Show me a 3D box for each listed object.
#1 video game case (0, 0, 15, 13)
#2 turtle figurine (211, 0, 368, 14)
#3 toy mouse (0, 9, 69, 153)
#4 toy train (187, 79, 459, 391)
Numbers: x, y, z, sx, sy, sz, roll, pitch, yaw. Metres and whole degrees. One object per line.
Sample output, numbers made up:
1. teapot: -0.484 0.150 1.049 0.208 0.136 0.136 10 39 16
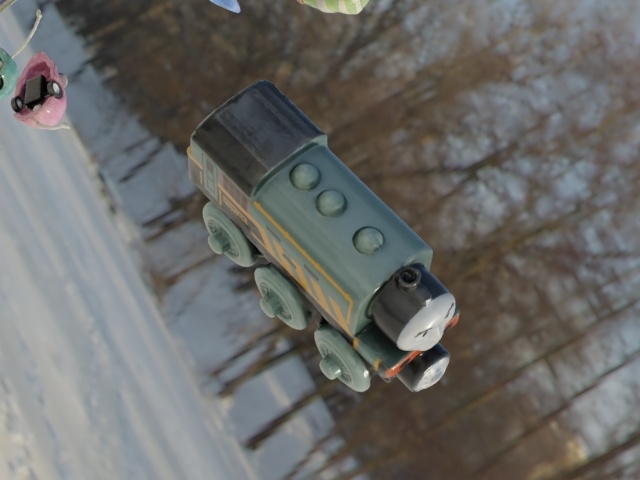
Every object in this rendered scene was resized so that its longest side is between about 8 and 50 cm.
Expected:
1. video game case: -0.233 -0.264 1.403 0.023 0.212 0.193 49 -16 -7
2. turtle figurine: 0.018 -0.352 1.736 0.198 0.266 0.274 45 -44 16
3. toy mouse: -0.228 -0.105 1.185 0.161 0.143 0.031 0 -32 35
4. toy train: 0.000 0.000 1.536 0.334 0.142 0.190 47 -19 20
